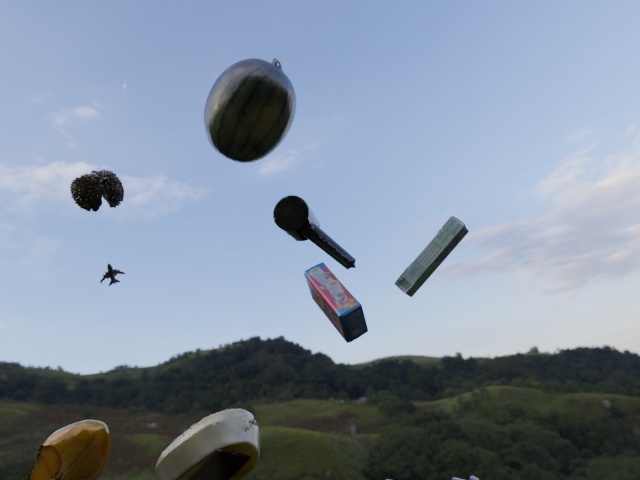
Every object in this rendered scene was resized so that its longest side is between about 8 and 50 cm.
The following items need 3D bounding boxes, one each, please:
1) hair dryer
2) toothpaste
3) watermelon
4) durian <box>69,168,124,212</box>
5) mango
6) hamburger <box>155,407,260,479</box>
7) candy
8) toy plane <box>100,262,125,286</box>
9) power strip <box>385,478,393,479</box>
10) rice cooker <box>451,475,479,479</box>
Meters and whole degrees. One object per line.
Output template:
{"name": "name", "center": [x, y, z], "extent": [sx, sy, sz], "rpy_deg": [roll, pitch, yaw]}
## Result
{"name": "hair dryer", "center": [0.000, 0.000, 1.465], "extent": [0.116, 0.302, 0.244], "rpy_deg": [-48, -17, 0]}
{"name": "toothpaste", "center": [0.417, 0.062, 1.712], "extent": [0.336, 0.067, 0.081], "rpy_deg": [-50, -32, 4]}
{"name": "watermelon", "center": [-0.222, -0.427, 1.477], "extent": [0.359, 0.279, 0.279], "rpy_deg": [-55, -37, 6]}
{"name": "durian", "center": [-0.844, -0.194, 1.740], "extent": [0.196, 0.167, 0.196], "rpy_deg": [-38, 7, 6]}
{"name": "mango", "center": [-0.622, 0.548, 1.141], "extent": [0.252, 0.154, 0.126], "rpy_deg": [-50, 3, 4]}
{"name": "hamburger", "center": [-0.302, 0.580, 1.240], "extent": [0.295, 0.151, 0.227], "rpy_deg": [-34, -48, 4]}
{"name": "candy", "center": [0.055, 0.232, 1.755], "extent": [0.100, 0.306, 0.157], "rpy_deg": [-29, -51, -14]}
{"name": "toy plane", "center": [-0.676, 0.108, 1.474], "extent": [0.079, 0.031, 0.083], "rpy_deg": [-25, -55, -34]}
{"name": "power strip", "center": [0.194, 0.708, 1.049], "extent": [0.093, 0.288, 0.053], "rpy_deg": [-43, -56, 12]}
{"name": "rice cooker", "center": [0.429, 0.804, 1.242], "extent": [0.225, 0.267, 0.267], "rpy_deg": [17, -15, 25]}
